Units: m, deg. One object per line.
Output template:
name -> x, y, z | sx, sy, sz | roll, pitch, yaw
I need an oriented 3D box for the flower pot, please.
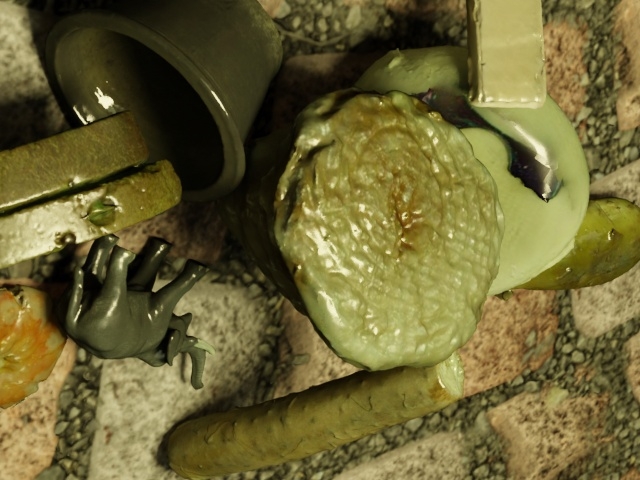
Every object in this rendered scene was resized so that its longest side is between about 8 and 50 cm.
flower pot -> -0.132, -0.169, 1.905 | 0.148, 0.235, 0.235 | -50, 134, -30

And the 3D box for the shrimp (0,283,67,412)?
shrimp -> -0.382, 0.129, 1.962 | 0.294, 0.062, 0.154 | -11, 124, -32

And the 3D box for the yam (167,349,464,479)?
yam -> -0.009, 0.190, 2.090 | 0.083, 0.371, 0.083 | 27, 54, -44

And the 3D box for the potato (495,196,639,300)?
potato -> 0.299, 0.009, 2.361 | 0.225, 0.090, 0.117 | -15, 127, -21

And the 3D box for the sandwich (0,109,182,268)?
sandwich -> -0.277, -0.039, 1.853 | 0.292, 0.212, 0.109 | -18, 98, -17

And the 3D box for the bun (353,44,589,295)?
bun -> 0.156, -0.091, 2.139 | 0.187, 0.293, 0.293 | -54, 145, -53

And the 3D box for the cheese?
cheese -> 0.184, -0.330, 2.015 | 0.085, 0.034, 0.400 | 3, 79, -19

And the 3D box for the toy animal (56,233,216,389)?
toy animal -> -0.177, 0.070, 2.052 | 0.269, 0.082, 0.137 | 26, 90, -55

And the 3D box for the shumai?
shumai -> 0.000, 0.000, 1.980 | 0.309, 0.263, 0.304 | 50, 53, -30
